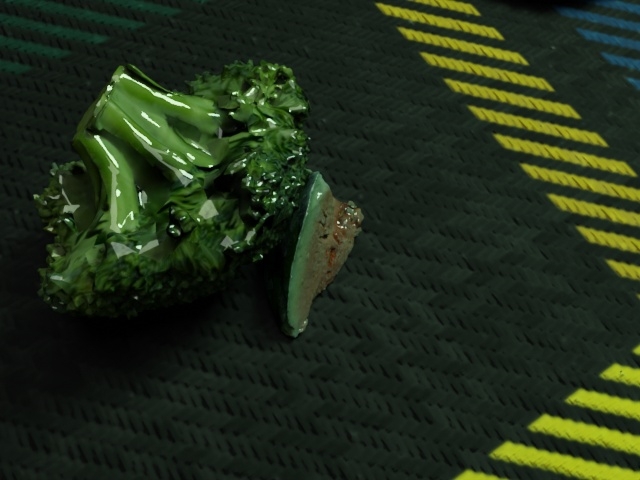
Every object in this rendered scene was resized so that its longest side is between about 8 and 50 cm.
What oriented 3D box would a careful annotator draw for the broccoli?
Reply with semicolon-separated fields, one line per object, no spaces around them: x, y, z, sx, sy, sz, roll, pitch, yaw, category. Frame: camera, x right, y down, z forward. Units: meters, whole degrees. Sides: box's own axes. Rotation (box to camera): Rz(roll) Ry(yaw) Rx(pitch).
-0.110;-0.045;0.556;0.176;0.226;0.198;15;20;-38;broccoli

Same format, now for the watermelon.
-0.011;0.001;0.612;0.080;0.101;0.155;29;72;-3;watermelon
